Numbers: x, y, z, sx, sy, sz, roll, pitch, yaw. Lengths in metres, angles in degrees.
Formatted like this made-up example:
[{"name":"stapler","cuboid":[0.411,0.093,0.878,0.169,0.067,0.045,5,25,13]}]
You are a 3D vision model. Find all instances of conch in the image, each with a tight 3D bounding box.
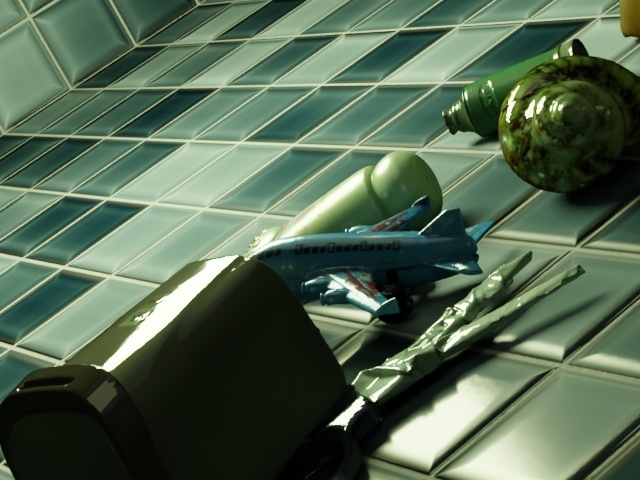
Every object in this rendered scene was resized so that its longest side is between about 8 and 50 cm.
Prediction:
[{"name":"conch","cuboid":[0.282,-0.134,2.013,0.187,0.124,0.181,-19,23,5]}]

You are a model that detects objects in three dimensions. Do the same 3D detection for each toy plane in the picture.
[{"name":"toy plane","cuboid":[0.044,0.028,1.946,0.271,0.105,0.254,-14,22,18]}]

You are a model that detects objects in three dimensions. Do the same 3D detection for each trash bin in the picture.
[{"name":"trash bin","cuboid":[-0.125,0.157,1.667,0.220,0.219,0.250,-6,31,52]}]

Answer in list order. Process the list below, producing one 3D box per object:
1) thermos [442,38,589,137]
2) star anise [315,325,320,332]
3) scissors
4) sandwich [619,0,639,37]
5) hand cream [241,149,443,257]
[{"name":"thermos","cuboid":[0.239,-0.180,2.266,0.187,0.073,0.083,-21,22,23]},{"name":"star anise","cuboid":[-0.134,0.133,1.935,0.212,0.129,0.282,-22,15,-40]},{"name":"scissors","cuboid":[0.080,0.124,1.771,0.383,0.029,0.256,-33,19,-9]},{"name":"sandwich","cuboid":[0.433,-0.304,2.237,0.122,0.128,0.235,-27,18,-19]},{"name":"hand cream","cuboid":[0.000,0.000,2.147,0.306,0.093,0.147,-30,16,24]}]
